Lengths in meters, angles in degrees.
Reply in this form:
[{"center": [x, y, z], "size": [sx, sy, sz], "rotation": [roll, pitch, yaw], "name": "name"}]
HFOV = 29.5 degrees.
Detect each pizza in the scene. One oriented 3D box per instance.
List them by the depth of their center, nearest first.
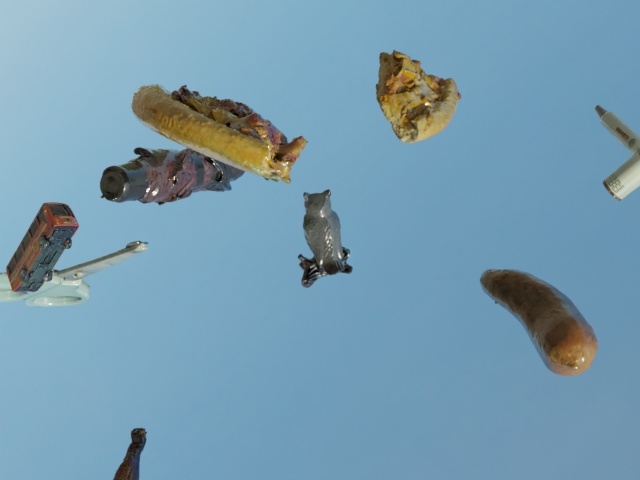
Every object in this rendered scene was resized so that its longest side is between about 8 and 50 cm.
[{"center": [-0.120, -0.149, 1.652], "size": [0.289, 0.228, 0.081], "rotation": [27, -83, 42], "name": "pizza"}, {"center": [0.149, -0.239, 1.915], "size": [0.182, 0.161, 0.062], "rotation": [-31, 167, -47], "name": "pizza"}]

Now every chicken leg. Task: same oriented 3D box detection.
[{"center": [-0.286, 0.380, 1.791], "size": [0.093, 0.053, 0.205], "rotation": [88, 16, -86], "name": "chicken leg"}]

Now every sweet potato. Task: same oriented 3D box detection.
[{"center": [0.340, 0.115, 1.874], "size": [0.097, 0.097, 0.292], "rotation": [-48, -146, 7], "name": "sweet potato"}]

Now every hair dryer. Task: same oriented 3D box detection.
[{"center": [0.465, -0.169, 1.804], "size": [0.155, 0.044, 0.183], "rotation": [-40, -138, 25], "name": "hair dryer"}]

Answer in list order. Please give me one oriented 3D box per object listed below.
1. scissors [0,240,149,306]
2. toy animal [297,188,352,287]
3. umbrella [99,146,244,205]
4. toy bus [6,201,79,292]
[{"center": [-0.339, 0.043, 1.654], "size": [0.360, 0.191, 0.029], "rotation": [-21, -114, 44], "name": "scissors"}, {"center": [0.000, -0.002, 2.539], "size": [0.121, 0.210, 0.117], "rotation": [-14, -142, -3], "name": "toy animal"}, {"center": [-0.220, -0.103, 1.841], "size": [0.094, 0.326, 0.090], "rotation": [11, -76, 30], "name": "umbrella"}, {"center": [-0.274, 0.007, 1.190], "size": [0.110, 0.031, 0.043], "rotation": [-51, -127, 35], "name": "toy bus"}]
